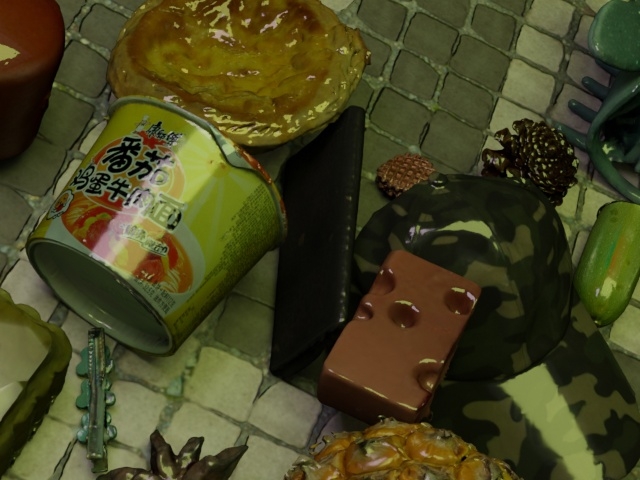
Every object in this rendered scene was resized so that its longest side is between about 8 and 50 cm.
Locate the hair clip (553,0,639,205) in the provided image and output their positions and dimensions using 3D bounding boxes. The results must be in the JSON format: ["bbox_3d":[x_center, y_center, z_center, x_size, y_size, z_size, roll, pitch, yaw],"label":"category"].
[{"bbox_3d":[0.505,-0.244,1.754,0.392,0.238,0.318,33,56,1],"label":"hair clip"}]

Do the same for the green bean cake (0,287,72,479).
[{"bbox_3d":[-0.407,0.145,1.265,0.233,0.124,0.236,30,56,0],"label":"green bean cake"}]

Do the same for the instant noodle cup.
[{"bbox_3d":[-0.196,-0.006,1.369,0.264,0.264,0.200,35,65,2],"label":"instant noodle cup"}]

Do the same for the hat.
[{"bbox_3d":[0.237,0.114,1.447,0.366,0.257,0.381,-31,59,-19],"label":"hat"}]

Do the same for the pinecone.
[{"bbox_3d":[0.282,-0.096,1.655,0.140,0.121,0.140,9,70,-26],"label":"pinecone"}]

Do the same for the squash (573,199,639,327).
[{"bbox_3d":[0.394,0.039,1.637,0.095,0.095,0.188,32,56,1],"label":"squash"}]

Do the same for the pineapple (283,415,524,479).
[{"bbox_3d":[0.070,0.359,1.201,0.352,0.352,0.300,33,46,1],"label":"pineapple"}]

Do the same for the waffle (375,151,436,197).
[{"bbox_3d":[0.119,-0.089,1.637,0.083,0.029,0.075,-22,51,-19],"label":"waffle"}]

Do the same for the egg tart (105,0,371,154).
[{"bbox_3d":[-0.109,-0.209,1.551,0.341,0.129,0.341,2,44,-2],"label":"egg tart"}]

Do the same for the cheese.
[{"bbox_3d":[0.080,0.138,1.325,0.128,0.202,0.177,26,19,8],"label":"cheese"}]

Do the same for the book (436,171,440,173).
[{"bbox_3d":[0.164,0.018,1.605,0.160,0.024,0.228,31,55,1],"label":"book"}]

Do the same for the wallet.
[{"bbox_3d":[0.000,0.000,1.473,0.044,0.170,0.321,21,55,-26],"label":"wallet"}]

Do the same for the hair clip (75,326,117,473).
[{"bbox_3d":[-0.254,0.180,1.350,0.049,0.049,0.172,5,54,-17],"label":"hair clip"}]

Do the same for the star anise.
[{"bbox_3d":[-0.160,0.279,1.292,0.182,0.065,0.195,24,61,25],"label":"star anise"}]

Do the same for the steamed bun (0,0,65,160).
[{"bbox_3d":[-0.493,-0.251,1.399,0.379,0.235,0.248,42,53,7],"label":"steamed bun"}]
